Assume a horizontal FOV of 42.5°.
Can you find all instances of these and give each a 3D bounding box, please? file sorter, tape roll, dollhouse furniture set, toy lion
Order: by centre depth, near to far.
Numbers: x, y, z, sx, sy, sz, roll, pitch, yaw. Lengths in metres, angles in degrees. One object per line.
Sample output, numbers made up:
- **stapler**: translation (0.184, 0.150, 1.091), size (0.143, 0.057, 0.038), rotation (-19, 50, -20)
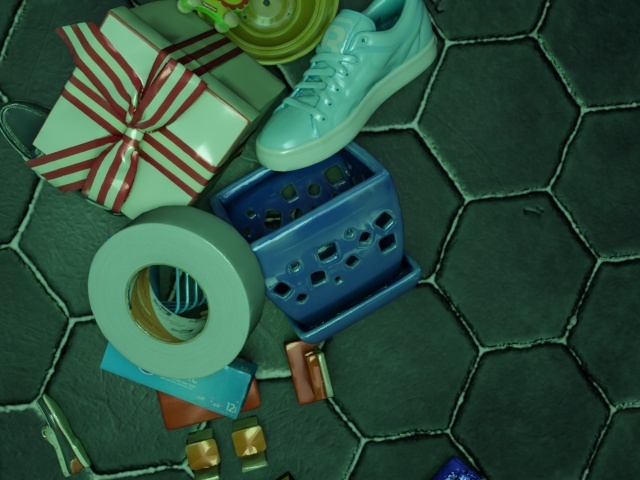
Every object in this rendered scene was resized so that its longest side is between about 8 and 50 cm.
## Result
- **tape roll**: translation (-0.184, 0.068, 1.064), size (0.219, 0.072, 0.219), rotation (5, 112, 13)
- **toy lion**: translation (-0.147, -0.355, 1.177), size (0.100, 0.034, 0.096), rotation (21, 71, -33)
- **file sorter**: translation (-0.232, 0.049, 1.216), size (0.104, 0.170, 0.118), rotation (-1, 93, 10)
- **dollhouse furniture set**: translation (-0.120, 0.222, 1.266), size (0.259, 0.135, 0.262), rotation (-14, 94, -5)

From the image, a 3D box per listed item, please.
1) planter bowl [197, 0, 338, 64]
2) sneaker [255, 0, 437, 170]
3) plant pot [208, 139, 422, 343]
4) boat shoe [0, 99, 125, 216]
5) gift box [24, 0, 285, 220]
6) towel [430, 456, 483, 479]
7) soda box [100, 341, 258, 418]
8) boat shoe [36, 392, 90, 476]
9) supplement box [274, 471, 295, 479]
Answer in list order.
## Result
- **planter bowl**: translation (-0.082, -0.373, 1.263), size (0.217, 0.090, 0.217), rotation (0, 94, -4)
- **sneaker**: translation (0.024, -0.256, 1.210), size (0.366, 0.135, 0.150), rotation (-46, 135, -25)
- **plant pot**: translation (0.000, 0.000, 1.215), size (0.235, 0.236, 0.212), rotation (-31, 119, -4)
- **boat shoe**: translation (-0.384, -0.125, 1.248), size (0.254, 0.079, 0.095), rotation (42, 88, -7)
- **gift box**: translation (-0.239, -0.176, 1.143), size (0.276, 0.258, 0.255), rotation (33, 114, -4)
- **towel**: translation (0.202, 0.540, 1.349), size (0.227, 0.076, 0.308), rotation (43, 88, -6)
- **soda box**: translation (-0.202, 0.182, 1.190), size (0.210, 0.067, 0.071), rotation (20, 96, 2)
- **boat shoe**: translation (-0.409, 0.304, 1.284), size (0.043, 0.049, 0.137), rotation (-27, 100, -2)
- **supplement box**: translation (-0.104, 0.462, 1.296), size (0.188, 0.104, 0.081), rotation (-33, 96, -4)
